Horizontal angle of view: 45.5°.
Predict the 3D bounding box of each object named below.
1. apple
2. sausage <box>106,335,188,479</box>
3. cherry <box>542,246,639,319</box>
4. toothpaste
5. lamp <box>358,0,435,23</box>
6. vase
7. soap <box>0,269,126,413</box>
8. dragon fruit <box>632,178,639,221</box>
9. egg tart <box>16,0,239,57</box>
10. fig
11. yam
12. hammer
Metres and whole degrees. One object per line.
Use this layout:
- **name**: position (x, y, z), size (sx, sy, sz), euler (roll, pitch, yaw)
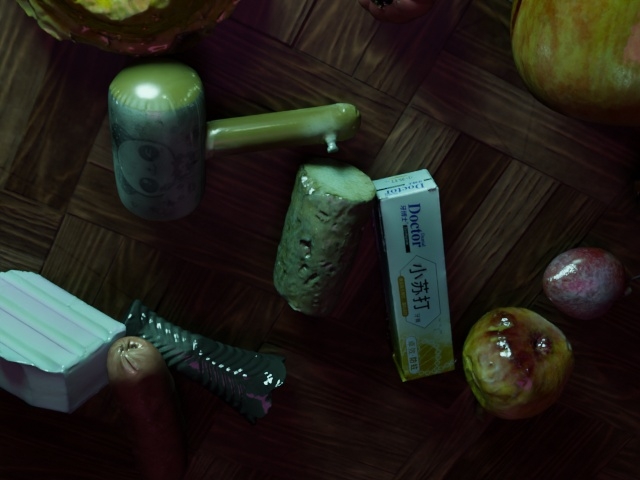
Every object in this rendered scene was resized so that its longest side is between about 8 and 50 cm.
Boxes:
- **apple**: position (0.331, -0.252, 0.796), size (0.264, 0.264, 0.264), euler (-2, 121, -4)
- **sausage**: position (-0.240, 0.262, 1.095), size (0.088, 0.088, 0.433), euler (0, 142, -5)
- **cherry**: position (0.415, 0.066, 1.094), size (0.226, 0.090, 0.107), euler (9, 108, -20)
- **toothpaste**: position (0.130, 0.054, 1.070), size (0.089, 0.071, 0.312), euler (-12, 121, -2)
- **lamp**: position (0.085, -0.294, 0.842), size (0.108, 0.092, 0.107), euler (16, 123, 27)
- **vase**: position (-0.176, 0.168, 1.094), size (0.237, 0.115, 0.115), euler (27, 115, -14)
- **soap**: position (-0.390, 0.127, 1.006), size (0.231, 0.145, 0.091), euler (25, 127, 21)
- **dragon fruit**: position (0.493, -0.111, 0.987), size (0.125, 0.125, 0.246), euler (21, 101, -2)
- **egg tart**: position (-0.205, -0.317, 0.791), size (0.295, 0.116, 0.294), euler (-3, 123, -4)
- **fig**: position (0.278, 0.212, 1.151), size (0.159, 0.159, 0.257), euler (3, 140, -7)
- **yam**: position (0.000, 0.000, 1.002), size (0.107, 0.107, 0.194), euler (10, 121, -11)
- **hammer**: position (-0.096, -0.126, 0.926), size (0.306, 0.113, 0.202), euler (-7, 138, -15)
